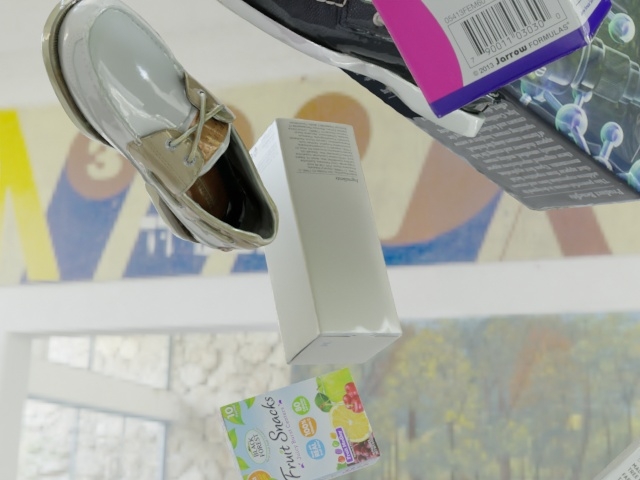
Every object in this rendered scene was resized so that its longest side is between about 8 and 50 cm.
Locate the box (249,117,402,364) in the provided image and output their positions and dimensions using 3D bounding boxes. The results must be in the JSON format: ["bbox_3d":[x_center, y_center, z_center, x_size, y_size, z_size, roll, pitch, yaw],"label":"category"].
[{"bbox_3d":[0.000,0.000,1.272,0.113,0.275,0.094,4,-28,-29],"label":"box"}]

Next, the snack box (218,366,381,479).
[{"bbox_3d":[-0.021,0.198,1.120,0.141,0.100,0.037,-15,-21,-15],"label":"snack box"}]

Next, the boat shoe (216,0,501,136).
[{"bbox_3d":[0.032,-0.178,0.870,0.302,0.091,0.114,18,21,-39],"label":"boat shoe"}]

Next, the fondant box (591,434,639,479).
[{"bbox_3d":[0.297,0.175,0.863,0.330,0.096,0.238,-34,-19,-24],"label":"fondant box"}]

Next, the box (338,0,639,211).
[{"bbox_3d":[0.187,-0.256,1.089,0.395,0.294,0.212,34,-12,-17],"label":"box"}]

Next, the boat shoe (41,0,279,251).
[{"bbox_3d":[-0.124,-0.098,0.970,0.103,0.113,0.302,16,-24,34],"label":"boat shoe"}]

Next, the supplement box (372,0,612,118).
[{"bbox_3d":[0.080,-0.209,0.696,0.111,0.220,0.114,-24,12,29],"label":"supplement box"}]
